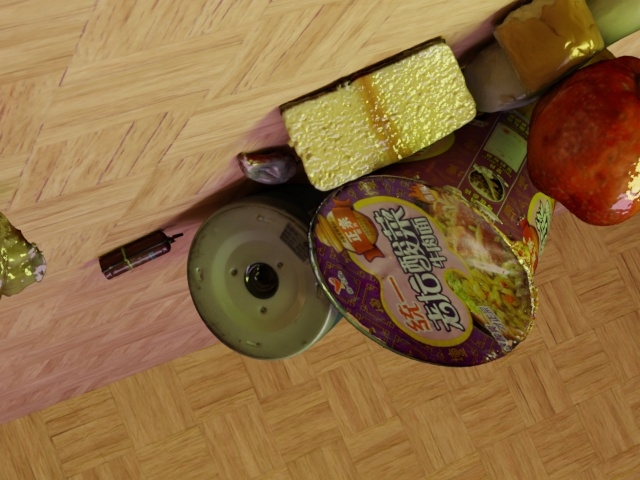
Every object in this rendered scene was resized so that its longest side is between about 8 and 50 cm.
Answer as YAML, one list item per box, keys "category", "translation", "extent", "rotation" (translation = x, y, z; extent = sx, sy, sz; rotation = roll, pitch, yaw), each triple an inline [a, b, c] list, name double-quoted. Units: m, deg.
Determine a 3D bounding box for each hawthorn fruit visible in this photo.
- category: "hawthorn fruit"
  translation: [0.377, -0.151, 1.574]
  extent: [0.207, 0.207, 0.243]
  rotation: [-16, 144, -41]

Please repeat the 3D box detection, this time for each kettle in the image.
- category: "kettle"
  translation: [0.000, 0.000, 1.983]
  extent: [0.319, 0.247, 0.342]
  rotation: [-39, 177, 29]

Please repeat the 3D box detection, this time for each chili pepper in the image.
- category: "chili pepper"
  translation: [-0.069, -0.103, 1.761]
  extent: [0.153, 0.041, 0.050]
  rotation: [-3, 115, -66]

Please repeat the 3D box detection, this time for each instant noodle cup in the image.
- category: "instant noodle cup"
  translation: [0.187, -0.030, 1.763]
  extent: [0.340, 0.340, 0.266]
  rotation: [-33, -164, 47]

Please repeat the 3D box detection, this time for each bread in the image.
- category: "bread"
  translation: [0.284, -0.254, 1.569]
  extent: [0.125, 0.106, 0.082]
  rotation: [-30, 170, 22]
- category: "bread"
  translation: [0.062, -0.186, 1.654]
  extent: [0.240, 0.135, 0.178]
  rotation: [-25, -155, 1]

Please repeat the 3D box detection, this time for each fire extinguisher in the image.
- category: "fire extinguisher"
  translation: [-0.276, 0.017, 1.941]
  extent: [0.132, 0.039, 0.056]
  rotation: [-24, 180, 4]

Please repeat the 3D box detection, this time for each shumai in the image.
- category: "shumai"
  translation: [-0.396, 0.016, 1.362]
  extent: [0.153, 0.161, 0.209]
  rotation: [-46, 167, -47]

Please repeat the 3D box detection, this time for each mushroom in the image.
- category: "mushroom"
  translation: [0.335, -0.273, 1.651]
  extent: [0.351, 0.097, 0.109]
  rotation: [-32, 179, 22]

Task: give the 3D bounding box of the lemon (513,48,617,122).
- category: "lemon"
  translation: [0.353, -0.202, 1.827]
  extent: [0.178, 0.178, 0.203]
  rotation: [-16, 168, -39]
